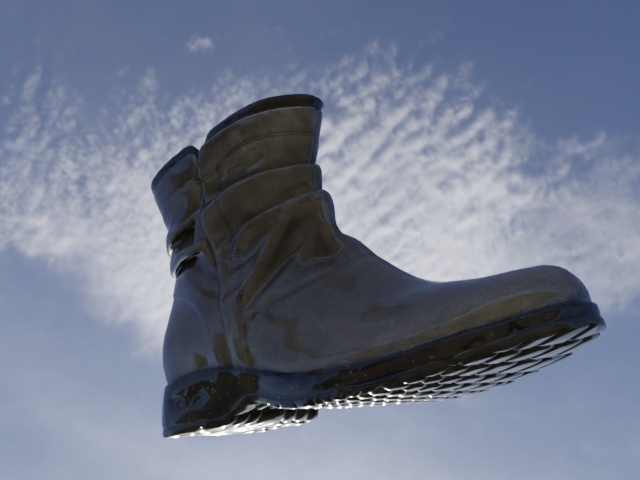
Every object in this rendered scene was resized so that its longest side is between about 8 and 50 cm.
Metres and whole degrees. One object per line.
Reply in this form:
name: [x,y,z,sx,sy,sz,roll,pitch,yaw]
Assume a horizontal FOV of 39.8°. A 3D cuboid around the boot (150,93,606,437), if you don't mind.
boot: [0.000,0.000,0.573,0.338,0.222,0.118,-17,-19,35]
